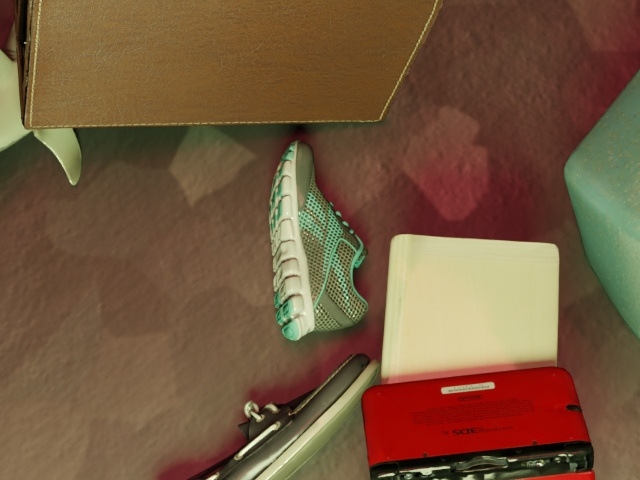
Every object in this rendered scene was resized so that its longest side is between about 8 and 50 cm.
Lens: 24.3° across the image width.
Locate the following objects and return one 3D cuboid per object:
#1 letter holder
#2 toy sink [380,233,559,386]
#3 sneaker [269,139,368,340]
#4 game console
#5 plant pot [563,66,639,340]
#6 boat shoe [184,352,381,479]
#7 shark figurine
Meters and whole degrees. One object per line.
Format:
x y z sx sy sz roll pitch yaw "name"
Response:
-0.079 -0.203 1.147 0.301 0.214 0.152 -2 67 -14 "letter holder"
0.107 0.133 1.078 0.131 0.153 0.234 4 68 4 "toy sink"
0.000 0.000 1.193 0.076 0.065 0.167 1 71 -14 "sneaker"
0.104 0.158 0.981 0.144 0.085 0.124 -6 38 0 "game console"
0.324 -0.018 1.084 0.252 0.247 0.248 31 73 31 "plant pot"
-0.042 0.149 1.122 0.206 0.075 0.065 -44 76 -8 "boat shoe"
-0.306 -0.097 1.204 0.116 0.278 0.166 -13 98 37 "shark figurine"
